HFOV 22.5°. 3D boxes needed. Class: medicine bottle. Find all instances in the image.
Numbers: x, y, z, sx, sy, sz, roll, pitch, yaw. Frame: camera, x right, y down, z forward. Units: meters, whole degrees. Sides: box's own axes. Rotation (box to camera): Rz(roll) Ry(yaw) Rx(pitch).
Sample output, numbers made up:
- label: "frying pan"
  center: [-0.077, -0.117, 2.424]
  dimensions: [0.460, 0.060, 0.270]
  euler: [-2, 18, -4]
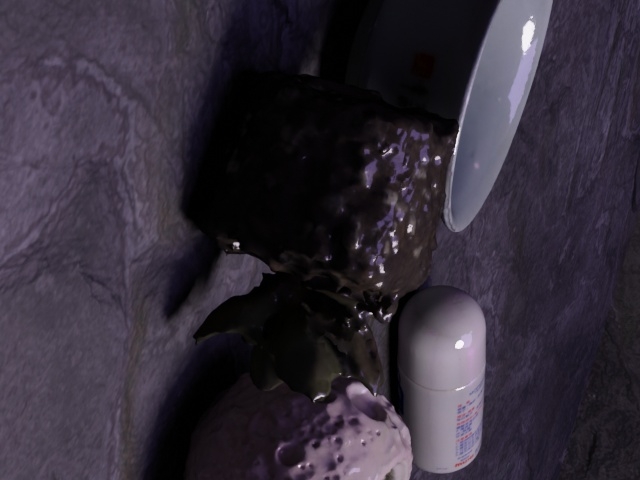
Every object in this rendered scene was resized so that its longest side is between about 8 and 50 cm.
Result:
- label: "medicine bottle"
  center: [0.177, 0.199, 2.353]
  dimensions: [0.130, 0.130, 0.341]
  euler: [-55, 156, -33]

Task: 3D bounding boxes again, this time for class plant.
- label: "plant"
  center: [0.000, 0.000, 1.593]
  dimensions: [0.213, 0.215, 0.312]
  euler: [-11, 114, -62]

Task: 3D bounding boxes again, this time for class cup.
- label: "cup"
  center: [0.132, -0.198, 1.788]
  dimensions: [0.347, 0.163, 0.347]
  euler: [20, 90, -75]

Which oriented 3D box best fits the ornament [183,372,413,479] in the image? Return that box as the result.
- label: "ornament"
  center: [-0.031, 0.253, 1.748]
  dimensions: [0.259, 0.225, 0.259]
  euler: [-53, 155, -38]
